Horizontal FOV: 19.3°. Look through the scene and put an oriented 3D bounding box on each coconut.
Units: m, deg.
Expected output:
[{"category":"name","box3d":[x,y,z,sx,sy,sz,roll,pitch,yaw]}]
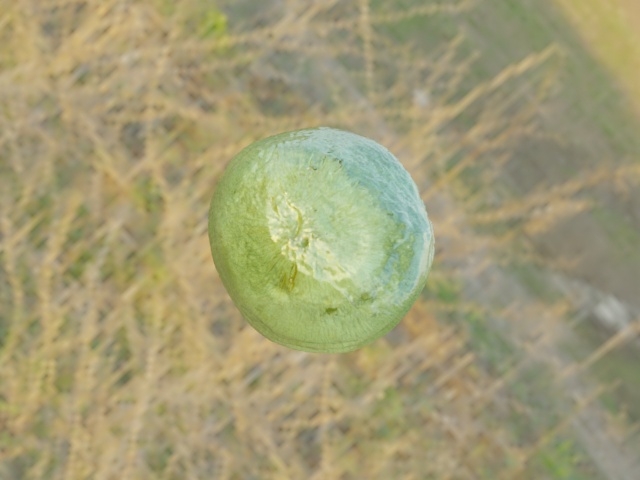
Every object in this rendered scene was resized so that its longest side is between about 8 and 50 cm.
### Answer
[{"category":"coconut","box3d":[0.000,0.000,0.696,0.088,0.088,0.096,48,-2,-1]}]
